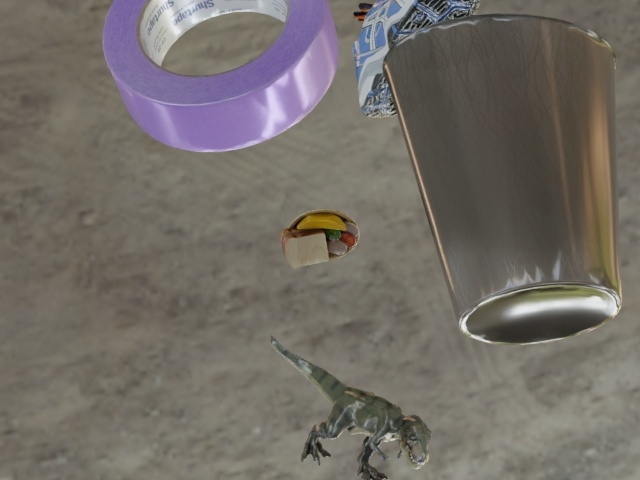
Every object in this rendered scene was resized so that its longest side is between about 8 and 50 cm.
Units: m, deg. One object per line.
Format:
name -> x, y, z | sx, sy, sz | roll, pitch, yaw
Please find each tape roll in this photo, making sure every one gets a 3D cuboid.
tape roll -> -0.119, -0.240, 1.770 | 0.274, 0.275, 0.090 | -18, 142, 1

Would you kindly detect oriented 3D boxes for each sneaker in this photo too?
sneaker -> 0.078, -0.202, 1.343 | 0.080, 0.081, 0.211 | -3, 150, -29

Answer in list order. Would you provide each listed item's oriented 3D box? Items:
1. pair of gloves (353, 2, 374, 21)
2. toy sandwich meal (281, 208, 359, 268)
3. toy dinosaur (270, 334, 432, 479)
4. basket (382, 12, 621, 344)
pair of gloves -> 0.051, -0.278, 1.696 | 0.010, 0.074, 0.083 | -49, 124, -22
toy sandwich meal -> 0.000, 0.000, 1.549 | 0.085, 0.029, 0.086 | -1, 135, -1
toy dinosaur -> 0.033, 0.212, 1.678 | 0.064, 0.268, 0.118 | -13, 120, -43
basket -> 0.157, -0.044, 1.175 | 0.204, 0.227, 0.154 | 6, 153, -21
